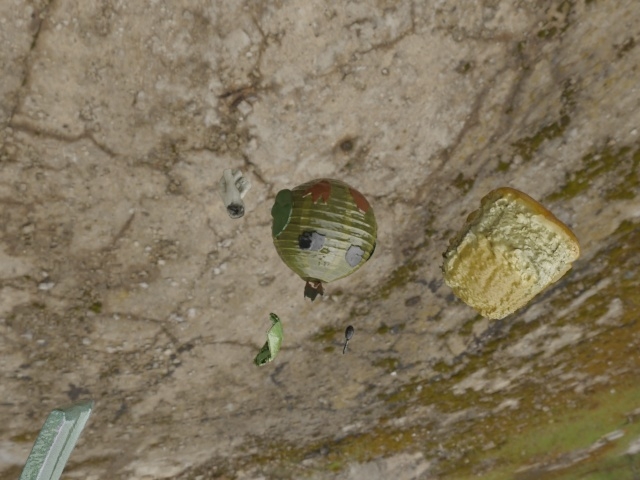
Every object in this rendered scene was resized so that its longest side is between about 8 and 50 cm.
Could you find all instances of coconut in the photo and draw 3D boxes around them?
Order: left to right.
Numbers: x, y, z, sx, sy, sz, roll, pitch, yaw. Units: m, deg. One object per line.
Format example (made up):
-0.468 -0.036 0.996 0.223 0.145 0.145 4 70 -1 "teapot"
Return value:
-0.128 0.258 1.422 0.055 0.133 0.158 21 150 -6 "coconut"

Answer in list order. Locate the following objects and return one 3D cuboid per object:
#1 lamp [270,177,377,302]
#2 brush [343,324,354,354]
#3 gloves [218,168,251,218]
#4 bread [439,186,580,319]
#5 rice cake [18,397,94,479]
0.000 0.000 1.236 0.250 0.284 0.250 12 171 2 "lamp"
0.074 0.273 1.483 0.024 0.083 0.008 15 164 2 "brush"
-0.108 -0.058 0.668 0.037 0.081 0.044 -3 140 6 "gloves"
0.295 0.028 0.878 0.121 0.174 0.245 -48 165 -27 "bread"
-0.420 0.347 0.828 0.221 0.042 0.080 -65 172 2 "rice cake"
